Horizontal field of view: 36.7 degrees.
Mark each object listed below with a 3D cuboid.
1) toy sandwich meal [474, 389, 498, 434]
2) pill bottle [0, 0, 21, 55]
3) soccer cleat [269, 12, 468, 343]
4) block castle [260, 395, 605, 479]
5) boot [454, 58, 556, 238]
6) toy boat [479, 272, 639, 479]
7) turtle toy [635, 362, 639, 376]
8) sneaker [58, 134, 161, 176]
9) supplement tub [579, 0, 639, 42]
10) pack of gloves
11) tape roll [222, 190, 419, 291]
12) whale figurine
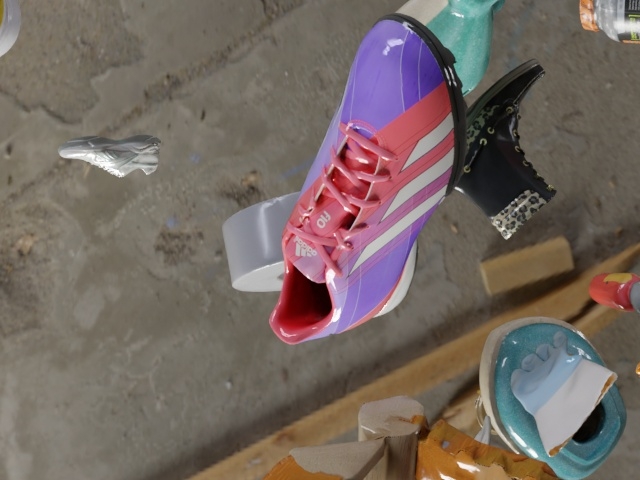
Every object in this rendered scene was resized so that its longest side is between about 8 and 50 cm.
[{"bbox_3d":[0.272,0.262,1.502,0.085,0.029,0.086,3,84,-25],"label":"toy sandwich meal"},{"bbox_3d":[-0.399,-0.245,0.989,0.119,0.208,0.119,0,93,8],"label":"pill bottle"},{"bbox_3d":[0.028,-0.030,0.760,0.116,0.108,0.318,-29,151,-29],"label":"soccer cleat"},{"bbox_3d":[0.049,0.332,0.628,0.303,0.453,0.213,16,124,26],"label":"block castle"},{"bbox_3d":[0.286,-0.135,1.420,0.236,0.085,0.178,-44,83,-8],"label":"boot"},{"bbox_3d":[0.370,0.169,1.351,0.267,0.148,0.318,44,76,-22],"label":"toy boat"},{"bbox_3d":[0.558,0.239,1.567,0.066,0.095,0.130,-28,109,-18],"label":"turtle toy"},{"bbox_3d":[-0.318,-0.125,1.460,0.152,0.054,0.061,0,114,-12],"label":"sneaker"},{"bbox_3d":[0.680,-0.477,1.875,0.315,0.193,0.194,10,124,26],"label":"supplement tub"},{"bbox_3d":[0.160,0.162,0.861,0.046,0.232,0.195,35,95,0],"label":"pack of gloves"},{"bbox_3d":[0.000,0.000,1.112,0.219,0.219,0.072,-10,79,-4],"label":"tape roll"},{"bbox_3d":[0.177,-0.273,1.287,0.216,0.272,0.141,-32,88,-23],"label":"whale figurine"}]
